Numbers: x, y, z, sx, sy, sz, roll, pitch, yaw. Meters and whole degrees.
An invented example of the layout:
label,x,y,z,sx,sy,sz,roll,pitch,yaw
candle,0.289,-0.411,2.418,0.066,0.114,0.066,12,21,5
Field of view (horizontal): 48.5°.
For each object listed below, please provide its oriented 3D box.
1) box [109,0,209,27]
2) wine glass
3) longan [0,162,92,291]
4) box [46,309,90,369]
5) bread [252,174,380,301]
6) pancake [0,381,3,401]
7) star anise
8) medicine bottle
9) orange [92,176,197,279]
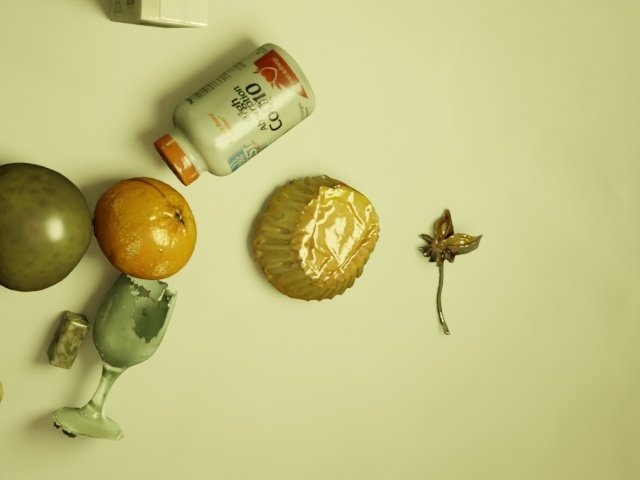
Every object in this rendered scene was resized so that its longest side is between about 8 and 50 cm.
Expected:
label,x,y,z,sx,sy,sz,roll,pitch,yaw
box,-0.262,-0.445,1.138,0.111,0.260,0.195,-2,106,-29
wine glass,-0.383,0.215,1.340,0.143,0.143,0.321,21,94,-28
longan,-0.486,-0.021,1.194,0.196,0.196,0.220,-7,103,-23
box,-0.473,0.186,1.330,0.045,0.062,0.098,25,91,-31
bread,0.000,0.000,1.451,0.274,0.149,0.274,-4,100,-22
pancake,-0.660,0.279,1.288,0.158,0.028,0.158,-8,109,-25
star anise,0.309,0.075,1.650,0.227,0.148,0.219,63,38,-52
medicine bottle,-0.162,-0.222,1.305,0.288,0.157,0.157,-39,117,-11
orange,-0.309,-0.023,1.273,0.161,0.193,0.193,-31,120,22
